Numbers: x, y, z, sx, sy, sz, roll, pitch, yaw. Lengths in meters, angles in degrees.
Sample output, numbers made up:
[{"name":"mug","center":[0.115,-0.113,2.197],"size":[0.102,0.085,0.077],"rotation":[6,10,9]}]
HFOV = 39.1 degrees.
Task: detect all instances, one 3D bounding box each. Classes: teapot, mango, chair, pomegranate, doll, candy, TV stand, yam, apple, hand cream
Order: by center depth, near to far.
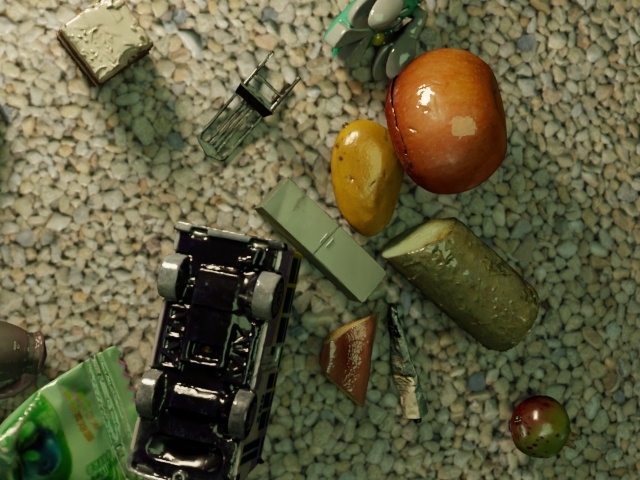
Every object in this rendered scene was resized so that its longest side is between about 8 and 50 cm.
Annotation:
[{"name":"candy","center":[-0.489,0.379,1.588],"size":[0.398,0.172,0.262],"rotation":[-22,101,-26]},{"name":"teapot","center":[-0.560,0.212,1.590],"size":[0.146,0.116,0.148],"rotation":[6,85,-26]},{"name":"chair","center":[-0.140,-0.246,1.695],"size":[0.084,0.101,0.212],"rotation":[41,80,-11]},{"name":"apple","center":[0.250,-0.226,1.718],"size":[0.251,0.206,0.271],"rotation":[43,40,-45]},{"name":"doll","center":[0.126,-0.435,1.724],"size":[0.195,0.153,0.258],"rotation":[18,110,-43]},{"name":"TV stand","center":[0.000,0.000,1.741],"size":[0.269,0.088,0.083],"rotation":[43,81,-12]},{"name":"mango","center":[0.095,-0.121,1.753],"size":[0.147,0.109,0.227],"rotation":[-8,94,-18]},{"name":"yam","center":[0.281,0.074,1.777],"size":[0.304,0.168,0.168],"rotation":[41,81,-12]},{"name":"hand cream","center":[0.173,0.247,1.800],"size":[0.052,0.075,0.247],"rotation":[-12,97,-19]},{"name":"pomegranate","center":[0.466,0.379,1.853],"size":[0.159,0.129,0.129],"rotation":[-7,93,-34]}]

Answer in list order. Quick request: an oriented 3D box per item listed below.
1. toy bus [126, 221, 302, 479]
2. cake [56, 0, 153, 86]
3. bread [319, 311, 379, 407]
[{"name":"toy bus","center":[-0.182,0.207,1.612],"size":[0.209,0.249,0.439],"rotation":[10,86,10]},{"name":"cake","center":[-0.386,-0.360,1.606],"size":[0.135,0.147,0.134],"rotation":[-38,99,-9]},{"name":"bread","center":[0.051,0.226,1.767],"size":[0.119,0.067,0.192],"rotation":[11,89,-21]}]
